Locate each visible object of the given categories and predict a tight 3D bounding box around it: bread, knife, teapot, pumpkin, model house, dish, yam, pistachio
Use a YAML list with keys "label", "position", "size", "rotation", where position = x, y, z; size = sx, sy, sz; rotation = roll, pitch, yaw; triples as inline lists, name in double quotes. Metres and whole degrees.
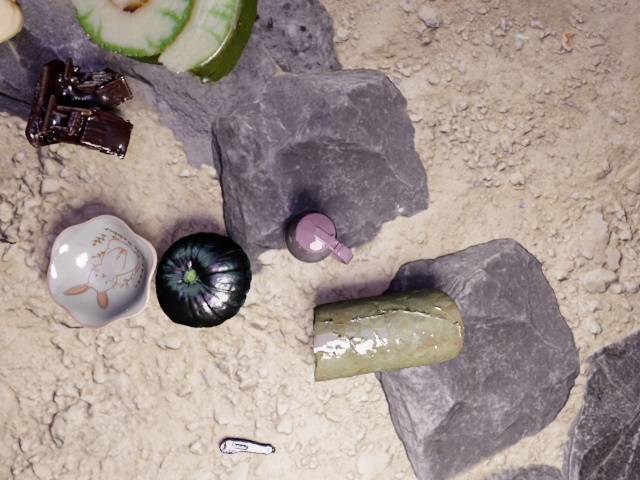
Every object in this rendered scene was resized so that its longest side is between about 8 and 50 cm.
- label: "bread"
  position: [-0.316, -0.508, 0.862]
  size: [0.366, 0.129, 0.382]
  rotation: [-24, 99, 9]
- label: "knife"
  position: [-0.155, 0.444, 0.891]
  size: [0.121, 0.018, 0.031]
  rotation: [11, 77, -6]
- label: "teapot"
  position: [-0.010, 0.003, 0.877]
  size: [0.116, 0.146, 0.148]
  rotation: [-28, 89, -8]
- label: "pumpkin"
  position: [-0.237, 0.080, 0.850]
  size: [0.201, 0.140, 0.202]
  rotation: [-2, 80, 10]
- label: "model house"
  position: [-0.473, -0.271, 0.854]
  size: [0.164, 0.141, 0.203]
  rotation: [3, 83, 4]
- label: "dish"
  position: [-0.432, 0.062, 0.857]
  size: [0.229, 0.081, 0.230]
  rotation: [0, 88, 2]
- label: "yam"
  position: [0.124, 0.194, 0.868]
  size: [0.304, 0.168, 0.168]
  rotation: [-7, 86, -7]
- label: "pistachio"
  position: [-0.725, -0.469, 0.851]
  size: [0.200, 0.117, 0.145]
  rotation: [-4, 91, -6]
